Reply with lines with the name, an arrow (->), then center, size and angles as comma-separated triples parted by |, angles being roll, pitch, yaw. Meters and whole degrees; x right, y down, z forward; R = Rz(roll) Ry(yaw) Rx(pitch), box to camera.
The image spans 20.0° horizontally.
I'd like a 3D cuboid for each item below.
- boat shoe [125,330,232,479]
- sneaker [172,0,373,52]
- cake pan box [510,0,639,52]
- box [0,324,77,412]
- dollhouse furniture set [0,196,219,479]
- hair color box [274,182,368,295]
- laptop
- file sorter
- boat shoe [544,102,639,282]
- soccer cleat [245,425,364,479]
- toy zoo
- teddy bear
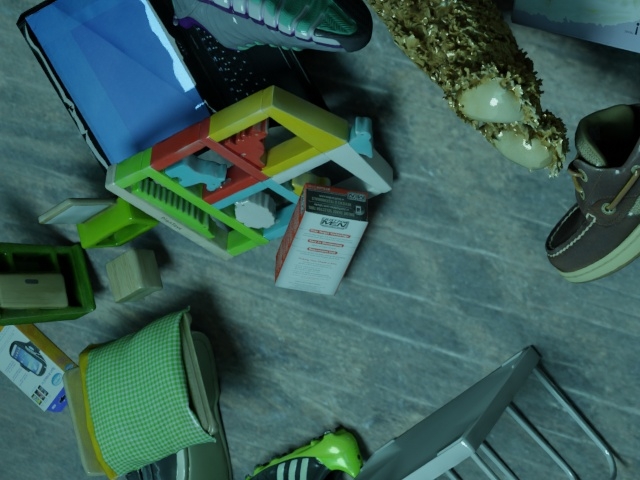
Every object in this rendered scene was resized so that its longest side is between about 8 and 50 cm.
boat shoe -> -0.189, 0.264, 2.205 | 0.113, 0.127, 0.340 | 8, 118, 28
sneaker -> -0.049, -0.222, 1.804 | 0.223, 0.083, 0.098 | 23, 145, 17
cake pan box -> 0.320, -0.283, 1.614 | 0.267, 0.070, 0.246 | 16, 124, 10
box -> -0.367, 0.157, 2.317 | 0.136, 0.028, 0.081 | 42, 129, 2
dollhouse furniture set -> -0.264, 0.117, 2.074 | 0.197, 0.151, 0.301 | -28, 71, 38
hair color box -> 0.000, 0.000, 1.961 | 0.072, 0.043, 0.141 | 10, 143, -12
laptop -> -0.159, -0.186, 1.915 | 0.264, 0.136, 0.234 | -4, 121, 55
file sorter -> 0.158, 0.285, 1.968 | 0.173, 0.193, 0.277 | 47, 129, -3
boat shoe -> 0.292, -0.079, 1.694 | 0.123, 0.123, 0.342 | 33, 145, -7
soccer cleat -> -0.022, 0.281, 2.152 | 0.179, 0.060, 0.072 | -30, 79, 36
toy zoo -> -0.060, -0.074, 1.930 | 0.293, 0.030, 0.192 | -24, 139, 36
teddy bear -> 0.133, -0.202, 1.703 | 0.113, 0.338, 0.245 | -41, 126, 9
